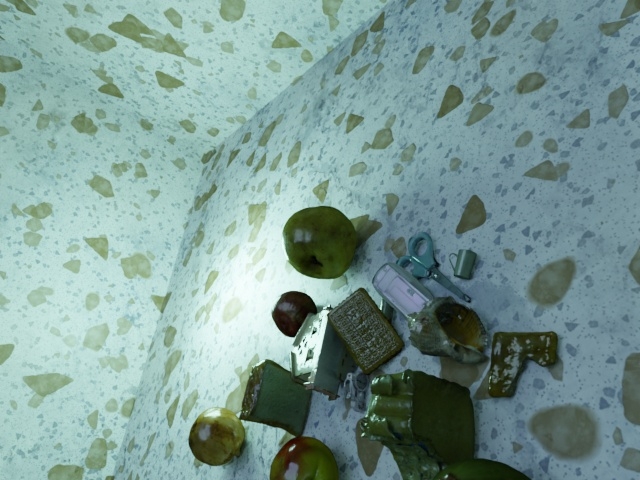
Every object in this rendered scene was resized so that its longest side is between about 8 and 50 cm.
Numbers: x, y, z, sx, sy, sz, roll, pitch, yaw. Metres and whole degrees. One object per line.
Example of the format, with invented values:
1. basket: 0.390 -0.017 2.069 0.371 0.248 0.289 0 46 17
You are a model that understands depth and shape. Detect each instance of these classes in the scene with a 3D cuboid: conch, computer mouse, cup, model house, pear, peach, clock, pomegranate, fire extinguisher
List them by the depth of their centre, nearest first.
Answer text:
1. conch: 0.361 0.256 1.433 0.245 0.163 0.178 29 109 29
2. cup: 0.430 0.070 1.543 0.054 0.075 0.083 157 133 -75
3. peach: -0.052 0.734 1.594 0.231 0.231 0.231 -34 41 37
4. clock: 0.118 0.493 1.660 0.041 0.087 0.129 -18 60 48
5. computer mouse: 0.272 0.175 1.664 0.245 0.056 0.126 43 105 36
6. fire extinguisher: 0.230 0.232 1.728 0.062 0.050 0.177 3 67 27
7. model house: 0.003 0.413 1.824 0.244 0.169 0.326 -31 38 50
8. pear: 0.000 0.000 2.020 0.304 0.304 0.304 -34 41 37
9. pomegranate: -0.418 0.801 2.065 0.248 0.248 0.248 -34 41 37

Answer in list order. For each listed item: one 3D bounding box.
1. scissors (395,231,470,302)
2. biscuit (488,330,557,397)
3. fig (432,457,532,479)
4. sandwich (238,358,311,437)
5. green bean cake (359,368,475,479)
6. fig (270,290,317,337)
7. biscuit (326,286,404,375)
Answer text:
1. scissors: 0.370 0.108 1.646 0.191 0.029 0.360 -61 35 11
2. biscuit: 0.509 0.309 1.280 0.183 0.039 0.174 -19 51 49
3. fig: 0.337 0.596 1.050 0.316 0.316 0.316 -34 41 37
4. sandwich: -0.150 0.565 1.828 0.087 0.251 0.226 -21 48 45
5. green bean cake: 0.232 0.492 1.282 0.202 0.310 0.285 -18 50 45
6. fig: -0.098 0.290 2.041 0.205 0.205 0.205 -34 41 37
7. biscuit: 0.144 0.300 1.685 0.172 0.029 0.254 -40 66 9
